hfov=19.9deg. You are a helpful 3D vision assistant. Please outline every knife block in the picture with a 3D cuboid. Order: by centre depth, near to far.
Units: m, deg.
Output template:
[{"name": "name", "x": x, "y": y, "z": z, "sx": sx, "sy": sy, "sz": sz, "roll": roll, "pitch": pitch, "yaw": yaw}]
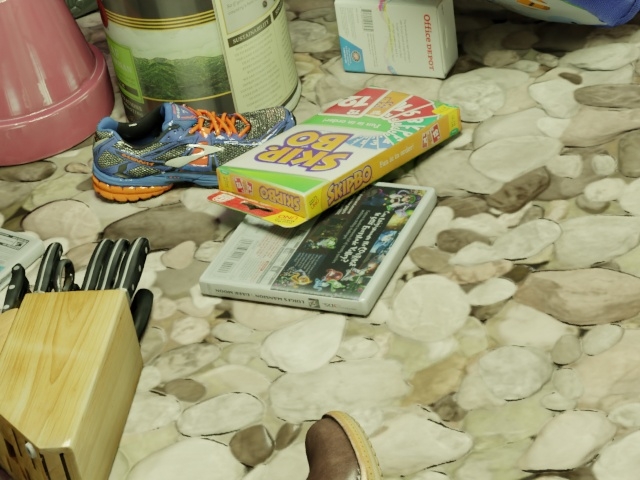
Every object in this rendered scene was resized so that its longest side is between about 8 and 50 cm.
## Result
[{"name": "knife block", "x": -0.200, "y": 0.102, "z": 1.602, "sx": 0.242, "sy": 0.088, "sz": 0.276, "roll": -31, "pitch": 39, "yaw": -25}]

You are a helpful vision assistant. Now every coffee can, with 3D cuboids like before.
[{"name": "coffee can", "x": -0.139, "y": -0.263, "z": 1.944, "sx": 0.202, "sy": 0.275, "sz": 0.201, "roll": -8, "pitch": 34, "yaw": 5}]

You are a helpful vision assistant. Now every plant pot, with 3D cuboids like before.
[{"name": "plant pot", "x": -0.344, "y": -0.209, "z": 2.007, "sx": 0.201, "sy": 0.180, "sz": 0.201, "roll": -8, "pitch": 35, "yaw": 6}]

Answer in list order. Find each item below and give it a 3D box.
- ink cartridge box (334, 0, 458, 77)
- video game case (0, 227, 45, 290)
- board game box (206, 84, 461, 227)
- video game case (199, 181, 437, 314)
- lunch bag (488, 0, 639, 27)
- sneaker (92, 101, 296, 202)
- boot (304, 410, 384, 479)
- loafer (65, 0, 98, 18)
[{"name": "ink cartridge box", "x": 0.085, "y": -0.231, "z": 2.001, "sx": 0.122, "sy": 0.088, "sz": 0.052, "roll": 8, "pitch": 36, "yaw": 24}, {"name": "video game case", "x": -0.379, "y": 0.028, "z": 1.820, "sx": 0.157, "sy": 0.019, "sz": 0.143, "roll": 14, "pitch": 42, "yaw": 31}, {"name": "board game box", "x": 0.013, "y": -0.088, "z": 1.836, "sx": 0.124, "sy": 0.039, "sz": 0.259, "roll": 18, "pitch": 39, "yaw": 40}, {"name": "video game case", "x": 0.000, "y": 0.000, "z": 1.754, "sx": 0.173, "sy": 0.022, "sz": 0.190, "roll": 6, "pitch": 37, "yaw": 24}, {"name": "lunch bag", "x": 0.152, "y": -0.389, "z": 1.971, "sx": 0.328, "sy": 0.239, "sz": 0.385, "roll": 14, "pitch": 28, "yaw": -48}, {"name": "sneaker", "x": -0.133, "y": -0.103, "z": 1.879, "sx": 0.221, "sy": 0.087, "sz": 0.083, "roll": -14, "pitch": 35, "yaw": -4}, {"name": "boot", "x": -0.047, "y": 0.233, "z": 1.370, "sx": 0.207, "sy": 0.090, "sz": 0.248, "roll": -11, "pitch": 38, "yaw": -5}, {"name": "loafer", "x": -0.303, "y": -0.328, "z": 2.260, "sx": 0.251, "sy": 0.094, "sz": 0.087, "roll": -10, "pitch": 23, "yaw": -7}]
